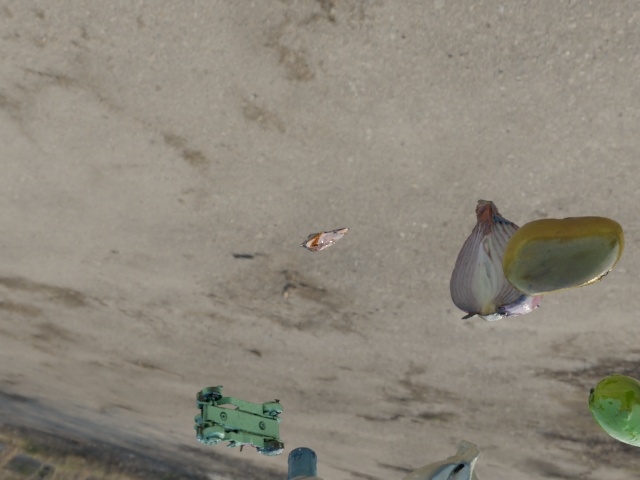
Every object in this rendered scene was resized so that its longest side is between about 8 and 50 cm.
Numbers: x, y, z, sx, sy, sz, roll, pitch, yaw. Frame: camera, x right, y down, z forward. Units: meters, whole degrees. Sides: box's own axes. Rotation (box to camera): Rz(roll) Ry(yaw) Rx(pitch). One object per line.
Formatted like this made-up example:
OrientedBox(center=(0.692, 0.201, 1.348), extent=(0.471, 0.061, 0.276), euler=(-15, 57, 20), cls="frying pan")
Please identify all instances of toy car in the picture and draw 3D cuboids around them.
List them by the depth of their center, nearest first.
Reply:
OrientedBox(center=(-0.107, 0.240, 0.926), extent=(0.054, 0.073, 0.143), euler=(-30, 141, 34), cls="toy car")

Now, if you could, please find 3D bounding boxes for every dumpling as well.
OrientedBox(center=(0.135, 0.304, 0.805), extent=(0.108, 0.188, 0.127), euler=(29, -167, 16), cls="dumpling")

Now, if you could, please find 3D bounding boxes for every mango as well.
OrientedBox(center=(0.625, 0.351, 1.427), extent=(0.178, 0.100, 0.119), euler=(39, 118, -1), cls="mango")
OrientedBox(center=(0.502, 0.029, 1.471), extent=(0.262, 0.167, 0.130), euler=(-15, -176, 38), cls="mango")

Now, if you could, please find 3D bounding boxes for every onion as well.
OrientedBox(center=(0.507, 0.062, 1.972), extent=(0.267, 0.349, 0.159), euler=(-11, 154, 41), cls="onion")

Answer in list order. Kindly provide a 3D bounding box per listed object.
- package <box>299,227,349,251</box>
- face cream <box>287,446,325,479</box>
OrientedBox(center=(0.001, 0.001, 1.221), extent=(0.077, 0.033, 0.110), euler=(1, 172, -17), cls="package")
OrientedBox(center=(-0.035, 0.527, 1.314), extent=(0.080, 0.337, 0.163), euler=(35, 114, -18), cls="face cream")
